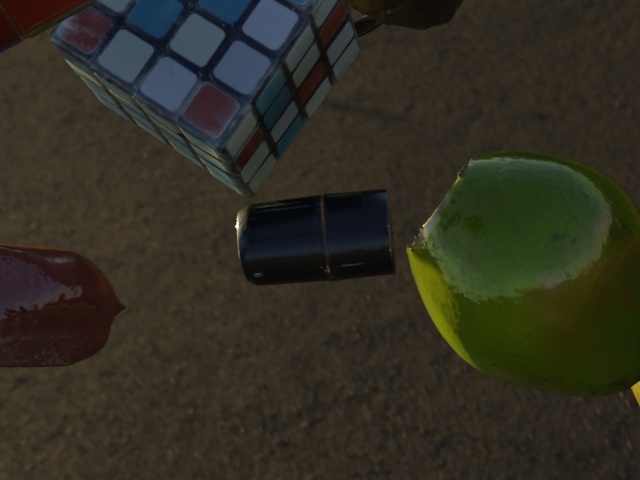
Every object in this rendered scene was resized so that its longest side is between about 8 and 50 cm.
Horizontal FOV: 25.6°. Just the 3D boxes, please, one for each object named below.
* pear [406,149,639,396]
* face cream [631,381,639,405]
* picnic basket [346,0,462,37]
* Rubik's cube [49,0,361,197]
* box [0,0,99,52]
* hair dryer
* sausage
[{"bbox_3d":[0.185,0.029,1.134,0.220,0.187,0.187,33,57,2],"label":"pear"},{"bbox_3d":[0.423,0.196,1.594,0.105,0.105,0.348,-21,18,7],"label":"face cream"},{"bbox_3d":[0.054,-0.413,2.119,0.293,0.337,0.337,-6,20,-41],"label":"picnic basket"},{"bbox_3d":[-0.131,-0.240,1.702,0.259,0.256,0.253,35,84,12],"label":"Rubik's cube"},{"bbox_3d":[-0.230,-0.153,0.829,0.175,0.112,0.048,-26,27,11],"label":"box"},{"bbox_3d":[0.000,0.000,1.819,0.189,0.107,0.352,-5,-1,3],"label":"hair dryer"},{"bbox_3d":[-0.341,0.077,1.589,0.254,0.148,0.148,-3,19,-40],"label":"sausage"}]
